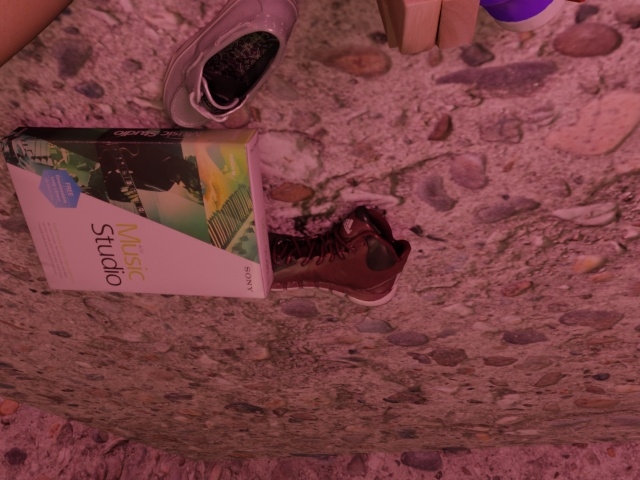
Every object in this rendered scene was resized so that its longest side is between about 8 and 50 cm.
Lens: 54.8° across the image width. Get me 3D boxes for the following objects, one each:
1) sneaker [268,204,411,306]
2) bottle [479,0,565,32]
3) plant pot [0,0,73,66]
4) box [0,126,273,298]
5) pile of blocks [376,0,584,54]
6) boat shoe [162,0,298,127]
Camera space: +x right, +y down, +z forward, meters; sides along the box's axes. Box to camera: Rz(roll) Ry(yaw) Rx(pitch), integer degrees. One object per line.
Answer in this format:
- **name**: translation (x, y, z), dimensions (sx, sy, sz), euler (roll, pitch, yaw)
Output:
- **sneaker**: translation (0.000, 0.000, 0.897), dimensions (0.282, 0.106, 0.162), euler (10, 138, -13)
- **bottle**: translation (0.099, -0.240, 0.420), dimensions (0.118, 0.092, 0.283), euler (3, 169, 38)
- **plant pot**: translation (-0.280, -0.210, 0.414), dimensions (0.257, 0.273, 0.256), euler (5, 150, 3)
- **box**: translation (-0.232, -0.034, 0.818), dimensions (0.322, 0.058, 0.232), euler (1, 122, 7)
- **pile of blocks**: translation (0.159, -0.189, 0.283), dimensions (0.149, 0.112, 0.362), euler (4, 154, -32)
- **boat shoe**: translation (-0.105, -0.169, 0.631), dimensions (0.079, 0.081, 0.228), euler (25, 144, -28)
